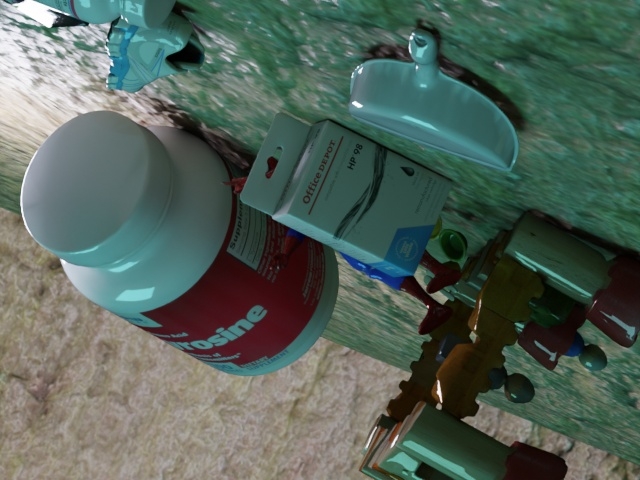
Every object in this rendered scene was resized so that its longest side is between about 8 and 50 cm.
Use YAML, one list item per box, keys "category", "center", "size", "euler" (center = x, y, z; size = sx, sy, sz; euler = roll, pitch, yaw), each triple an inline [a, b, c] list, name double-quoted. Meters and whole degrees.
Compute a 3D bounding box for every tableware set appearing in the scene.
- category: "tableware set"
  center: [0.094, -0.005, 1.975]
  size: [0.154, 0.024, 0.104]
  euler: [38, 136, 29]

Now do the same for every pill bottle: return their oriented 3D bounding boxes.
- category: "pill bottle"
  center: [-0.165, 0.002, 2.191]
  size: [0.229, 0.229, 0.408]
  euler: [18, 170, 34]
- category: "pill bottle"
  center: [-0.188, -0.215, 1.389]
  size: [0.160, 0.087, 0.087]
  euler: [21, 171, 14]

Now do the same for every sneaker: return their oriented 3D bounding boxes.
- category: "sneaker"
  center: [-0.146, -0.166, 1.655]
  size: [0.083, 0.071, 0.190]
  euler: [18, 172, -2]

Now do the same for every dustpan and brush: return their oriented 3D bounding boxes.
- category: "dustpan and brush"
  center: [0.083, -0.116, 1.429]
  size: [0.147, 0.060, 0.211]
  euler: [20, 178, 12]

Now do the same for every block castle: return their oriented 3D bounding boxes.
- category: "block castle"
  center: [0.211, 0.163, 1.956]
  size: [0.213, 0.303, 0.453]
  euler: [30, 171, 0]

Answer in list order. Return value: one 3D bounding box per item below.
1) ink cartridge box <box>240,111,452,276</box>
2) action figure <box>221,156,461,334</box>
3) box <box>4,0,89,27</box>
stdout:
- category: "ink cartridge box"
  center: [0.025, -0.047, 1.799]
  size: [0.180, 0.104, 0.060]
  euler: [25, 172, -15]
- category: "action figure"
  center: [0.000, 0.000, 1.919]
  size: [0.280, 0.139, 0.091]
  euler: [41, 138, 33]
- category: "box"
  center: [-0.232, -0.221, 1.592]
  size: [0.062, 0.052, 0.083]
  euler: [29, 169, -30]
